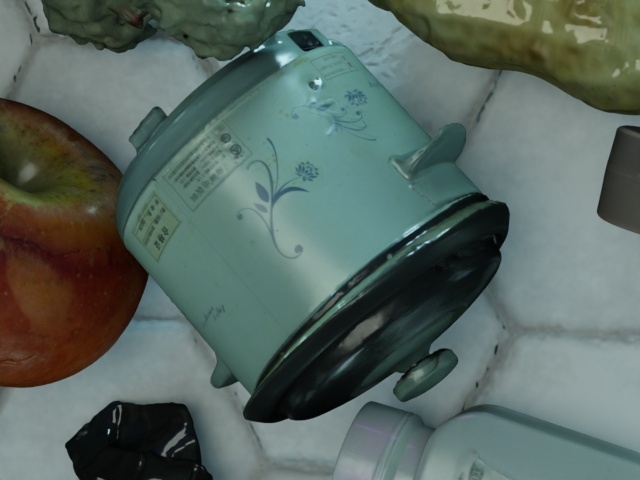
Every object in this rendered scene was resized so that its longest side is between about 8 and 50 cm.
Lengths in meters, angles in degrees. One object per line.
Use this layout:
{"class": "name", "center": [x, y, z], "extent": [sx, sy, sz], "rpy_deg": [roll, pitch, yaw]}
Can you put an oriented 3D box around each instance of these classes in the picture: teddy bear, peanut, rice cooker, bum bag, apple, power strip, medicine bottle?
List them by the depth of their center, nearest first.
{"class": "power strip", "center": [0.295, -0.038, 1.484], "extent": [0.154, 0.154, 0.078], "rpy_deg": [16, 99, 17]}
{"class": "rice cooker", "center": [0.000, 0.000, 1.527], "extent": [0.316, 0.264, 0.317], "rpy_deg": [3, 98, 26]}
{"class": "peanut", "center": [0.167, -0.189, 1.536], "extent": [0.290, 0.130, 0.130], "rpy_deg": [18, 97, 15]}
{"class": "teddy bear", "center": [-0.096, -0.336, 1.549], "extent": [0.224, 0.357, 0.367], "rpy_deg": [41, 76, -24]}
{"class": "medicine bottle", "center": [0.161, 0.226, 1.562], "extent": [0.296, 0.111, 0.161], "rpy_deg": [19, 98, 18]}
{"class": "apple", "center": [-0.284, 0.007, 1.629], "extent": [0.272, 0.251, 0.206], "rpy_deg": [23, 118, -11]}
{"class": "bum bag", "center": [-0.124, 0.280, 1.674], "extent": [0.137, 0.074, 0.310], "rpy_deg": [-31, 77, 29]}
